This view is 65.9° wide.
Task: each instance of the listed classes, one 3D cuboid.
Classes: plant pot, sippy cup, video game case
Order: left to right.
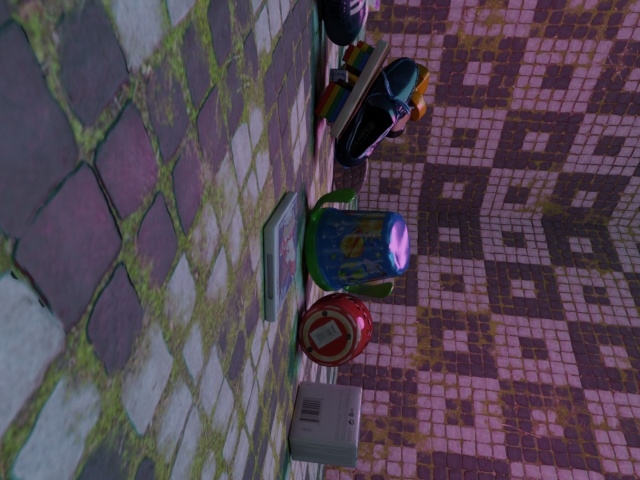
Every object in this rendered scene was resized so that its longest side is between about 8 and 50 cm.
[{"bbox_3d":[-0.072,0.024,0.933,0.201,0.023,0.183,-71,165,-65],"label":"video game case"},{"bbox_3d":[0.039,0.245,1.333,0.174,0.191,0.191,-11,105,-78],"label":"plant pot"},{"bbox_3d":[0.110,0.016,1.311,0.305,0.224,0.239,27,62,-56],"label":"sippy cup"}]

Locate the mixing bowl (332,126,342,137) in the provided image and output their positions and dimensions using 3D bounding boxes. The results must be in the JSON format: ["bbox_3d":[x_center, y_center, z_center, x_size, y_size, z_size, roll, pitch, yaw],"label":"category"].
[{"bbox_3d":[0.094,-0.423,1.719,0.181,0.098,0.181,5,90,-83],"label":"mixing bowl"}]

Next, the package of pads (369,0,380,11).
[{"bbox_3d":[0.092,-0.747,1.329,0.296,0.101,0.229,-38,134,-66],"label":"package of pads"}]

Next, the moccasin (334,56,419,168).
[{"bbox_3d":[0.169,-0.336,1.324,0.341,0.138,0.117,-61,-168,1],"label":"moccasin"}]

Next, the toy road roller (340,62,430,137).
[{"bbox_3d":[0.251,-0.565,1.826,0.240,0.329,0.202,-46,167,-6],"label":"toy road roller"}]

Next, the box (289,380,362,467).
[{"bbox_3d":[0.019,0.502,1.356,0.180,0.182,0.119,-78,170,-49],"label":"box"}]

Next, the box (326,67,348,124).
[{"bbox_3d":[0.054,-0.446,1.551,0.059,0.054,0.168,-25,120,-82],"label":"box"}]

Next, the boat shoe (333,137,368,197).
[{"bbox_3d":[0.123,-0.334,1.895,0.130,0.133,0.355,-56,152,-76],"label":"boat shoe"}]

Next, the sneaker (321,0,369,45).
[{"bbox_3d":[0.037,-0.574,1.125,0.148,0.131,0.350,-58,167,-27],"label":"sneaker"}]

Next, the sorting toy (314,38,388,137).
[{"bbox_3d":[0.083,-0.422,1.333,0.257,0.089,0.255,-60,180,20],"label":"sorting toy"}]
